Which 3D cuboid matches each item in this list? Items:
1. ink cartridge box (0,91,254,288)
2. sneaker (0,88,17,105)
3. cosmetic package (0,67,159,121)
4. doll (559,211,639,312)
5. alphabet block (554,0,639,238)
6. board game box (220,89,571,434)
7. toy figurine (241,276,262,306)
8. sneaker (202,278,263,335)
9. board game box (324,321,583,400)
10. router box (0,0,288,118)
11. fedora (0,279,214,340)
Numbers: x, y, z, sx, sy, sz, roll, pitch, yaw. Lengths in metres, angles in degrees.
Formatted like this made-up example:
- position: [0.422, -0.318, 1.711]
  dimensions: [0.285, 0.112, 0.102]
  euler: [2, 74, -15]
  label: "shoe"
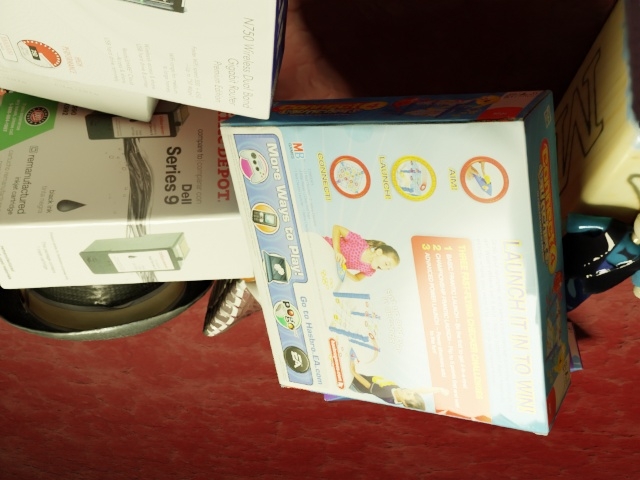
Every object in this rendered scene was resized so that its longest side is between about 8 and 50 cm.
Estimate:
- position: [-0.219, -0.066, 0.922]
  dimensions: [0.289, 0.211, 0.121]
  euler: [-3, 142, -5]
  label: "ink cartridge box"
- position: [-0.374, -0.178, 0.998]
  dimensions: [0.158, 0.061, 0.065]
  euler: [-10, 133, 28]
  label: "sneaker"
- position: [-0.343, -0.283, 0.793]
  dimensions: [0.377, 0.097, 0.284]
  euler: [13, 149, -3]
  label: "cosmetic package"
- position: [0.260, 0.024, 0.759]
  dimensions: [0.129, 0.046, 0.189]
  euler: [32, 137, -12]
  label: "doll"
- position: [0.344, -0.094, 0.774]
  dimensions: [0.192, 0.193, 0.197]
  euler: [14, 147, -1]
  label: "alphabet block"
- position: [0.076, 0.016, 0.782]
  dimensions: [0.302, 0.086, 0.308]
  euler: [4, 117, 31]
  label: "board game box"
- position: [0.000, 0.000, 1.011]
  dimensions: [0.210, 0.213, 0.148]
  euler: [-5, 134, 28]
  label: "toy figurine"
- position: [-0.080, 0.098, 1.280]
  dimensions: [0.163, 0.106, 0.281]
  euler: [20, 146, -17]
  label: "sneaker"
- position: [0.203, 0.180, 1.213]
  dimensions: [0.347, 0.078, 0.233]
  euler: [9, 156, -44]
  label: "board game box"
- position: [-0.172, -0.233, 0.599]
  dimensions: [0.301, 0.082, 0.335]
  euler: [11, 159, -1]
  label: "router box"
- position: [-0.299, -0.005, 1.079]
  dimensions: [0.334, 0.334, 0.152]
  euler: [5, 116, 10]
  label: "fedora"
